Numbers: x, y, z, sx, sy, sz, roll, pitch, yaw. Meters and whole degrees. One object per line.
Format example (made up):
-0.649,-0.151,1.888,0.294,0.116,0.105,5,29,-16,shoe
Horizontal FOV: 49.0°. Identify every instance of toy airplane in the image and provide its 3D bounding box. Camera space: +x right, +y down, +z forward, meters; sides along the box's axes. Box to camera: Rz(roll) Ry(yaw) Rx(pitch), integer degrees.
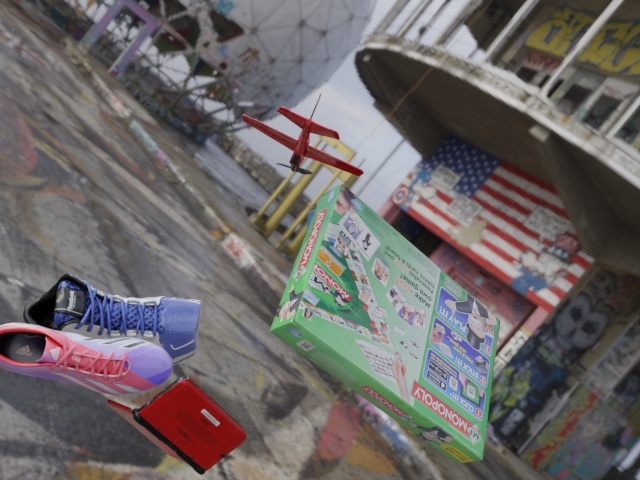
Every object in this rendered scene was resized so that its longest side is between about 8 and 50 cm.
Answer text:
-0.016,-0.106,0.752,0.151,0.028,0.151,20,-24,9,toy airplane

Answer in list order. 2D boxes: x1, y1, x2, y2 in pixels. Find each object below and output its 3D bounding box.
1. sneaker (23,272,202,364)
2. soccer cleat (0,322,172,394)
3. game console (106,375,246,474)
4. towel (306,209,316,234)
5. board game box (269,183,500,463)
-0.373,0.143,1.222,0.316,0.127,0.182,0,-24,0,sneaker
-0.329,0.161,0.960,0.248,0.083,0.095,12,-12,-5,soccer cleat
-0.192,0.240,0.944,0.144,0.124,0.085,53,-2,-32,game console
0.000,0.000,1.319,0.067,0.119,0.029,-7,-16,43,towel
0.098,0.105,0.872,0.317,0.213,0.046,39,-42,-22,board game box
